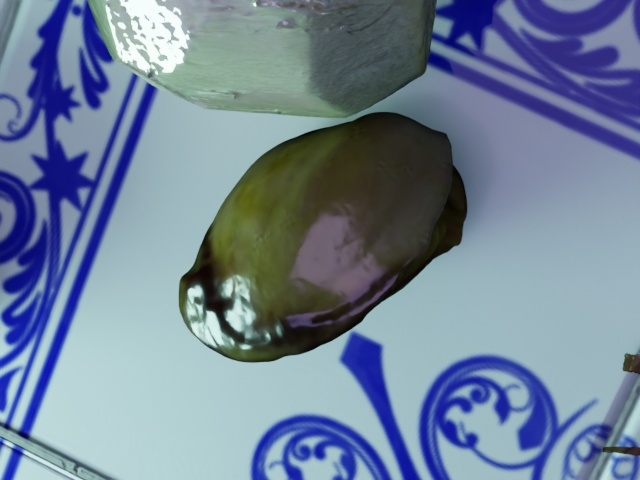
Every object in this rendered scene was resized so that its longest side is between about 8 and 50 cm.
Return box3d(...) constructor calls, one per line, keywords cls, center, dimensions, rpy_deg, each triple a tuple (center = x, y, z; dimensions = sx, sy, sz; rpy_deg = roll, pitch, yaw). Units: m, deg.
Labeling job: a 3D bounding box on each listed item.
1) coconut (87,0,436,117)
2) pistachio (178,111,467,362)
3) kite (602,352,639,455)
box3d(cls="coconut", center=(-0.043, -0.182, 0.978), dimensions=(0.230, 0.227, 0.227), rpy_deg=(6, 103, 7))
box3d(cls="pistachio", center=(0.000, 0.000, 1.054), dimensions=(0.210, 0.165, 0.130), rpy_deg=(-32, 131, 7))
box3d(cls="kite", center=(0.362, 0.158, 1.041), dimensions=(0.360, 0.022, 0.204), rpy_deg=(13, 105, 9))
